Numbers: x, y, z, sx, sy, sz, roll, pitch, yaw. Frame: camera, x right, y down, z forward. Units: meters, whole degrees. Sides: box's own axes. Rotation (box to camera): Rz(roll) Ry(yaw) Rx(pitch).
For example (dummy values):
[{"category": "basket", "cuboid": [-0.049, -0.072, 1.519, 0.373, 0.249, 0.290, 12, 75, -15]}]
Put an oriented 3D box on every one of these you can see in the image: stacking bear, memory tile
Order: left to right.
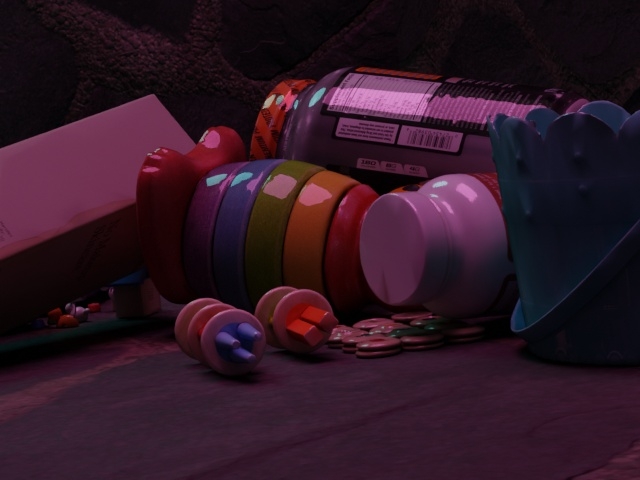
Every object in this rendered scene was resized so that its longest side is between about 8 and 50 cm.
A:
[{"category": "stacking bear", "cuboid": [0.000, 0.000, 1.644, 0.289, 0.164, 0.175, 8, 18, 25]}, {"category": "memory tile", "cuboid": [0.064, 0.076, 1.492, 0.113, 0.012, 0.148, -8, 5, -18]}]

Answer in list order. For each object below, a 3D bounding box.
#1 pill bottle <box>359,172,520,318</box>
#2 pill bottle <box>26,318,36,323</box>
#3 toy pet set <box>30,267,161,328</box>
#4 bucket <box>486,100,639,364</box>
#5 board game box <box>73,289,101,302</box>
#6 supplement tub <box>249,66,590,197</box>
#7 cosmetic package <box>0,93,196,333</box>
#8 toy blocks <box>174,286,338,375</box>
[{"category": "pill bottle", "cuboid": [0.145, 0.003, 1.499, 0.216, 0.121, 0.121, -2, 2, -34]}, {"category": "pill bottle", "cuboid": [-0.402, 0.041, 1.816, 0.246, 0.130, 0.130, -12, 7, -44]}, {"category": "toy pet set", "cuboid": [-0.228, 0.049, 1.880, 0.114, 0.065, 0.122, -4, 6, 25]}, {"category": "bucket", "cuboid": [0.262, -0.017, 1.340, 0.281, 0.183, 0.281, -6, 4, 0]}, {"category": "board game box", "cuboid": [-0.319, -0.003, 2.080, 0.142, 0.144, 0.275, -11, 4, 7]}, {"category": "supplement tub", "cuboid": [0.102, -0.068, 1.776, 0.316, 0.193, 0.193, 9, 11, 25]}, {"category": "cosmetic package", "cuboid": [-0.264, -0.014, 1.711, 0.309, 0.113, 0.160, -25, -21, -43]}, {"category": "toy blocks", "cuboid": [-0.042, 0.072, 1.431, 0.123, 0.054, 0.148, -8, 5, -16]}]
